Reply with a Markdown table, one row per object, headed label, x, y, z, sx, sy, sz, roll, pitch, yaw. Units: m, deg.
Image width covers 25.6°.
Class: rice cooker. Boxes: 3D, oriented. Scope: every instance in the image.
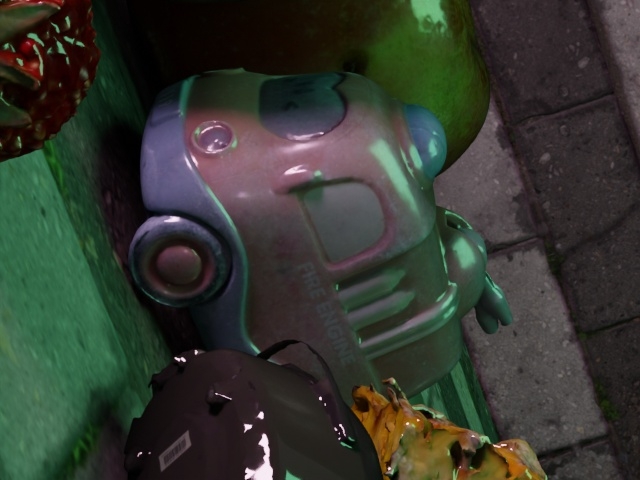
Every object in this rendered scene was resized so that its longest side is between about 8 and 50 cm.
| label | x | y | z | sx | sy | sz | roll | pitch | yaw |
| --- | --- | --- | --- | --- | --- | --- | --- | --- | --- |
| rice cooker | -0.039 | 0.148 | 0.810 | 0.118 | 0.142 | 0.203 | 30 | 28 | -34 |

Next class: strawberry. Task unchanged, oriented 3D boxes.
| label | x | y | z | sx | sy | sz | roll | pitch | yaw |
| --- | --- | --- | --- | --- | --- | --- | --- | --- | --- |
| strawberry | -0.170 | -0.137 | 0.791 | 0.208 | 0.087 | 0.167 | -83 | 152 | -73 |

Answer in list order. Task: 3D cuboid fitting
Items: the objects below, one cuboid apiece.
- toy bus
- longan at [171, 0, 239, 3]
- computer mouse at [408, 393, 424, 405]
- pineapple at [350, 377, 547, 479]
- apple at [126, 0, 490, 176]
| label | x | y | z | sx | sy | sz | roll | pitch | yaw |
| --- | --- | --- | --- | --- | --- | --- | --- | --- | --- |
| toy bus | 0.000 | 0.000 | 1.054 | 0.197 | 0.232 | 0.294 | -90 | 160 | -63 |
| longan | -0.088 | -0.319 | 0.977 | 0.319 | 0.319 | 0.318 | -19 | 90 | -81 |
| computer mouse | 0.042 | 0.118 | 1.516 | 0.197 | 0.095 | 0.330 | -80 | 150 | -80 |
| pineapple | 0.095 | 0.251 | 0.973 | 0.286 | 0.209 | 0.344 | -140 | -123 | -81 |
| apple | -0.008 | -0.193 | 1.253 | 0.348 | 0.277 | 0.348 | -16 | 90 | -81 |
